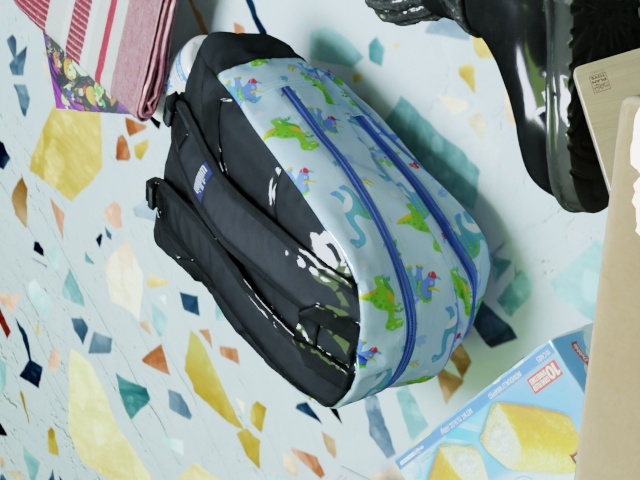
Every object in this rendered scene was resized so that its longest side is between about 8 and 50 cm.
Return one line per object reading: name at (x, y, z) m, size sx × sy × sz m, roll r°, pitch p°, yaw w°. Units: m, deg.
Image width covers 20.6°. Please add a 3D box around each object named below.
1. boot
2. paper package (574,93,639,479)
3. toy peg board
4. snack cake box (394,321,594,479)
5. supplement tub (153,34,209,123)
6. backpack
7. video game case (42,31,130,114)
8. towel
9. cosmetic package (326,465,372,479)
boot at (0.149, -0.195, 1.571) m, size 0.260 × 0.131 × 0.348 m, roll -1°, pitch 94°, yaw 42°
paper package at (0.355, 0.071, 1.247) m, size 0.309 × 0.168 × 0.325 m, roll 19°, pitch 109°, yaw 48°
toy peg board at (0.306, -0.080, 1.445) m, size 0.079 × 0.161 × 0.161 m, roll 61°, pitch -167°, yaw -79°
snack cake box at (0.207, 0.209, 1.699) m, size 0.264 × 0.089 × 0.152 m, roll -45°, pitch 70°, yaw 43°
supplement tub at (-0.147, -0.179, 1.974) m, size 0.107 × 0.071 × 0.071 m, roll -31°, pitch 82°, yaw 50°
backpack at (0.000, 0.000, 1.766) m, size 0.355 × 0.273 × 0.290 m, roll -119°, pitch 37°, yaw -46°
video game case at (-0.263, -0.267, 2.094) m, size 0.210 × 0.042 × 0.232 m, roll 9°, pitch 112°, yaw 48°
towel at (-0.258, -0.315, 1.998) m, size 0.329 × 0.037 × 0.237 m, roll 42°, pitch 127°, yaw 38°
cosmetic package at (0.059, 0.366, 1.871) m, size 0.183 × 0.151 × 0.151 m, roll 22°, pitch 145°, yaw 43°
